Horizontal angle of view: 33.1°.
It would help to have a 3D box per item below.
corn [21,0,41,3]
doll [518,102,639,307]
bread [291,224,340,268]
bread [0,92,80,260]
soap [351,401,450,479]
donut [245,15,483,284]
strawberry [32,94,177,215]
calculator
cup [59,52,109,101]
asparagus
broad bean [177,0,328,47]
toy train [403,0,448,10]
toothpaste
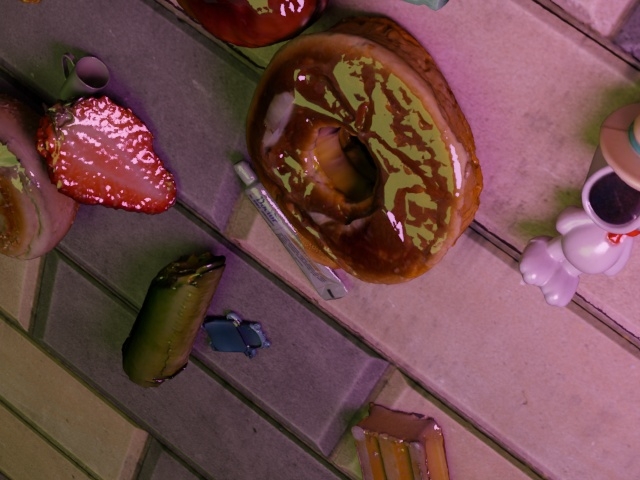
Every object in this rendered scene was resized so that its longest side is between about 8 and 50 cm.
[{"bbox_3d":[-0.394,-0.426,1.495,0.097,0.097,0.262,43,143,2],"label":"corn"},{"bbox_3d":[0.322,-0.032,1.194,0.271,0.144,0.208,-17,120,41],"label":"doll"},{"bbox_3d":[-0.001,0.000,1.555,0.103,0.049,0.062,19,113,29],"label":"bread"},{"bbox_3d":[-0.520,-0.115,1.806,0.305,0.159,0.306,25,137,26],"label":"bread"},{"bbox_3d":[0.138,0.379,1.738,0.135,0.076,0.233,9,127,35],"label":"soap"},{"bbox_3d":[0.058,-0.114,1.349,0.330,0.160,0.330,14,120,27],"label":"donut"},{"bbox_3d":[-0.342,-0.137,1.683,0.107,0.175,0.236,-122,7,-58],"label":"strawberry"},{"bbox_3d":[-0.146,0.160,1.833,0.141,0.019,0.094,-3,121,39],"label":"calculator"},{"bbox_3d":[-0.372,-0.244,1.650,0.075,0.054,0.083,27,148,-23],"label":"cup"},{"bbox_3d":[-0.245,0.113,1.806,0.382,0.108,0.128,119,145,-47],"label":"asparagus"},{"bbox_3d":[-0.098,-0.321,1.317,0.228,0.122,0.156,26,138,15],"label":"broad bean"},{"bbox_3d":[0.103,-0.343,1.173,0.104,0.071,0.178,21,136,14],"label":"toy train"},{"bbox_3d":[-0.048,-0.013,1.594,0.067,0.037,0.255,-18,113,52],"label":"toothpaste"}]
